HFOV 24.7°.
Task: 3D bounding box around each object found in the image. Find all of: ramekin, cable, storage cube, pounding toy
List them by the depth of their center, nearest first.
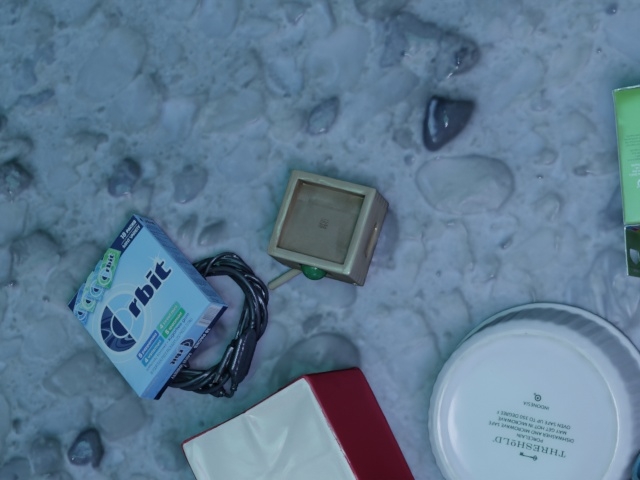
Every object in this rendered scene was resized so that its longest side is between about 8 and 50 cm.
[{"bbox_3d":[0.246,0.205,1.669,0.273,0.127,0.272,-1,86,19],"label":"ramekin"},{"bbox_3d":[-0.020,0.273,1.727,0.184,0.193,0.215,-30,79,16],"label":"storage cube"},{"bbox_3d":[0.000,0.000,1.795,0.130,0.100,0.141,15,82,19],"label":"pounding toy"},{"bbox_3d":[-0.143,0.103,1.862,0.151,0.047,0.184,13,88,28],"label":"cable"}]

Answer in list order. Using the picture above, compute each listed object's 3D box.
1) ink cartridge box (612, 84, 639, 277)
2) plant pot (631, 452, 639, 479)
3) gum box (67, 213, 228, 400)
[{"bbox_3d":[0.375,-0.065,1.646,0.062,0.109,0.209,-5,85,20],"label":"ink cartridge box"},{"bbox_3d":[0.508,0.277,1.516,0.272,0.271,0.255,-34,92,15],"label":"plant pot"},{"bbox_3d":[-0.222,0.083,1.860,0.157,0.041,0.184,-52,55,13],"label":"gum box"}]
